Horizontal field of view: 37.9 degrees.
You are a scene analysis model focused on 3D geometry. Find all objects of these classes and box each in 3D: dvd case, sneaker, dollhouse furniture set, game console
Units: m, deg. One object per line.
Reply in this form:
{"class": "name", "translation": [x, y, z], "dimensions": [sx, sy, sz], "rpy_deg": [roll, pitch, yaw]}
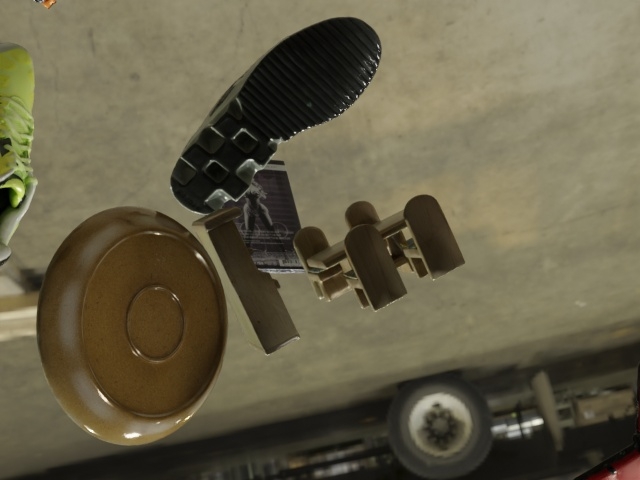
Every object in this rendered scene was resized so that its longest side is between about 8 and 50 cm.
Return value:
{"class": "dvd case", "translation": [-0.113, -0.044, 1.532], "dimensions": [0.165, 0.221, 0.018], "rpy_deg": [2, 148, -28]}
{"class": "sneaker", "translation": [-0.476, -0.116, 1.383], "dimensions": [0.147, 0.384, 0.145], "rpy_deg": [0, 161, 24]}
{"class": "dollhouse furniture set", "translation": [0.000, 0.000, 1.074], "dimensions": [0.242, 0.161, 0.212], "rpy_deg": [-27, -172, -14]}
{"class": "sneaker", "translation": [-0.065, -0.184, 1.216], "dimensions": [0.331, 0.146, 0.122], "rpy_deg": [-37, 112, 17]}
{"class": "game console", "translation": [0.310, 0.205, 0.920], "dimensions": [0.124, 0.085, 0.144], "rpy_deg": [-37, 132, 17]}

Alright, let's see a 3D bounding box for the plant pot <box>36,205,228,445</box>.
{"class": "plant pot", "translation": [-0.169, 0.081, 0.916], "dimensions": [0.032, 0.236, 0.236], "rpy_deg": [-7, 166, 39]}

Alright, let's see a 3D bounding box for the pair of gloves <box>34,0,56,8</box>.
{"class": "pair of gloves", "translation": [-0.453, -0.431, 1.543], "dimensions": [0.083, 0.010, 0.074], "rpy_deg": [-41, 138, 13]}
